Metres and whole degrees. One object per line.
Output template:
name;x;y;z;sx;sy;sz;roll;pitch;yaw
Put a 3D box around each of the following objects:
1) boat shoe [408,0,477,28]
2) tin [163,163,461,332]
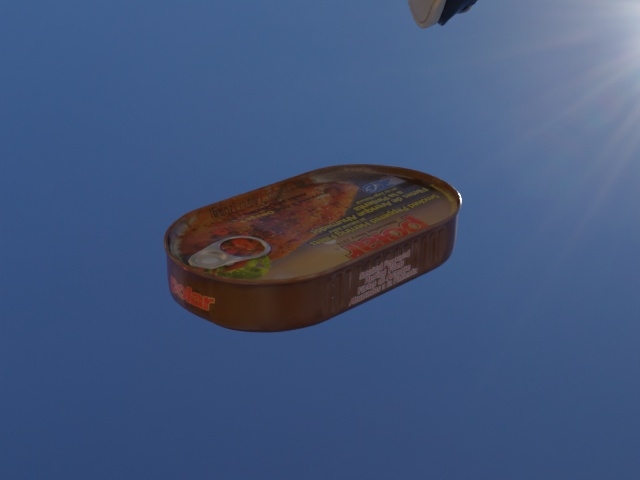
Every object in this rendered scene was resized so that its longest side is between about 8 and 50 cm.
boat shoe;0.176;-0.335;1.204;0.079;0.254;0.095;-19;-107;-17
tin;0.000;0.000;0.571;0.190;0.040;0.106;-21;-151;-40
